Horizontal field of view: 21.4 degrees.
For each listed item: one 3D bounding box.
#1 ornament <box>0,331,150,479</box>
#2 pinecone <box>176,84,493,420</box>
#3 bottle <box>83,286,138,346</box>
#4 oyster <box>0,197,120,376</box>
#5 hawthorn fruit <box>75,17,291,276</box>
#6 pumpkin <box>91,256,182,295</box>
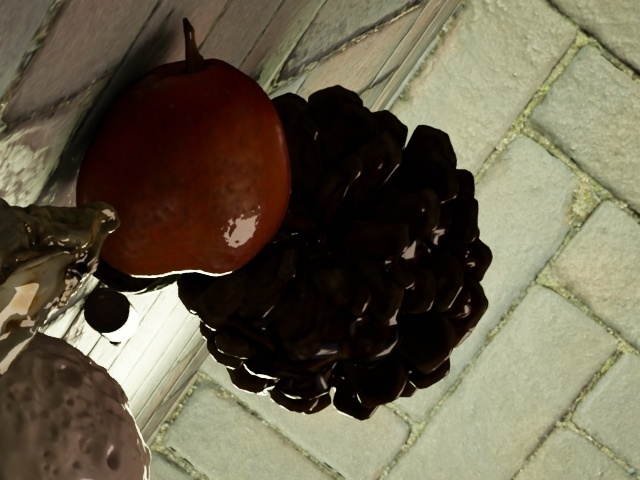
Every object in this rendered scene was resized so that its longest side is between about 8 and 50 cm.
[{"bbox_3d":[-0.266,0.201,1.436,0.259,0.259,0.225,-53,162,16],"label":"ornament"},{"bbox_3d":[0.000,0.000,2.014,0.398,0.398,0.398,-52,176,-6],"label":"pinecone"},{"bbox_3d":[-0.251,0.095,2.058,0.060,0.060,0.164,-52,176,-7],"label":"bottle"},{"bbox_3d":[-0.273,0.044,1.147,0.341,0.110,0.166,-46,167,-34],"label":"oyster"},{"bbox_3d":[-0.116,-0.082,1.472,0.196,0.196,0.225,-44,142,-63],"label":"hawthorn fruit"},{"bbox_3d":[-0.180,-0.002,1.746,0.119,0.107,0.183,-59,176,12],"label":"pumpkin"}]
